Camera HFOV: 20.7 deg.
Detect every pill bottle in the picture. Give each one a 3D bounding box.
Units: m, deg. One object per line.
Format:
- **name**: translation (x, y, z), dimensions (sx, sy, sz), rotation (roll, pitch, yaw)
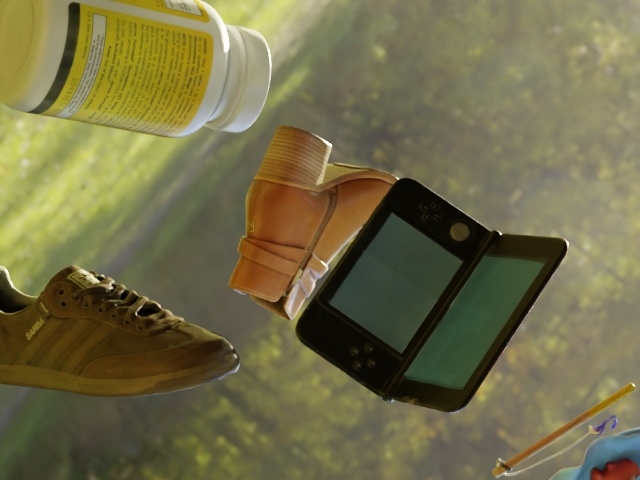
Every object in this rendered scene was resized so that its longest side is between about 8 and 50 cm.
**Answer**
- **pill bottle**: translation (-0.241, -0.234, 2.259), dimensions (0.188, 0.334, 0.187), rotation (-21, -115, 54)

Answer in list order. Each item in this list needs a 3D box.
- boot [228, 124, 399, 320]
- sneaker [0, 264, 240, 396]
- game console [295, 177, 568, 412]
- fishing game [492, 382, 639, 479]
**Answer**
- **boot**: translation (0.000, 0.000, 1.547), dimensions (0.073, 0.197, 0.152), rotation (9, -102, 47)
- **sneaker**: translation (-0.137, 0.052, 1.051), dimensions (0.066, 0.188, 0.071), rotation (-21, 108, -61)
- **game console**: translation (0.072, 0.032, 1.171), dimensions (0.144, 0.124, 0.085), rotation (-54, 177, -18)
- **fishing game**: translation (0.256, 0.239, 1.479), dimensions (0.189, 0.264, 0.041), rotation (-28, -143, -6)
